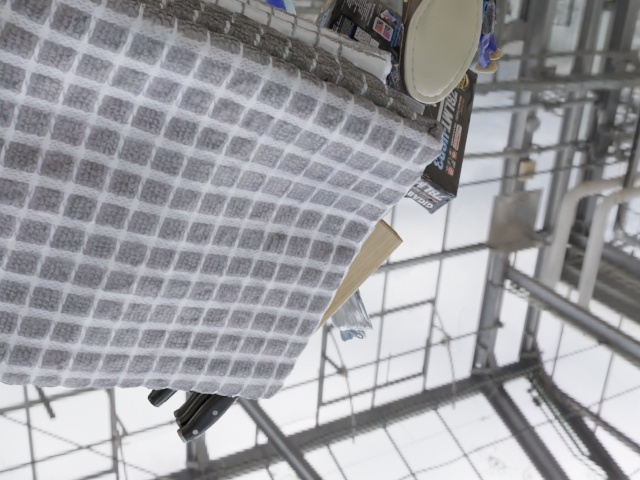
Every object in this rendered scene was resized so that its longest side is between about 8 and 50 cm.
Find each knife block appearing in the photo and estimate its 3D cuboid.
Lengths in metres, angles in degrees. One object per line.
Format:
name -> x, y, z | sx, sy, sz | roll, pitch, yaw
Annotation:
knife block -> -0.066, 0.085, 0.846 | 0.275, 0.088, 0.242 | -18, -139, 45

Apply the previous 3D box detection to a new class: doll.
doll -> 0.282, -0.385, 1.391 | 0.046, 0.189, 0.129 | 8, -128, 21

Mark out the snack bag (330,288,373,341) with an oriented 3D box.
snack bag -> 0.000, 0.000, 1.235 | 0.037, 0.323, 0.342 | -20, 171, 7

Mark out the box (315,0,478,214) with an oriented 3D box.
box -> 0.107, -0.234, 1.291 | 0.293, 0.073, 0.295 | 32, -128, -21

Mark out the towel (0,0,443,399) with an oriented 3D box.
towel -> -0.090, -0.027, 0.468 | 0.283, 0.235, 0.121 | 14, -157, -33

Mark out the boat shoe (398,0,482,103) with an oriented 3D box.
boat shoe -> 0.177, -0.361, 1.230 | 0.116, 0.324, 0.097 | 13, 179, -26

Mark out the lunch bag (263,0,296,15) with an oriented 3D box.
lunch bag -> -0.116, -0.325, 1.023 | 0.090, 0.219, 0.176 | -25, -166, -32
